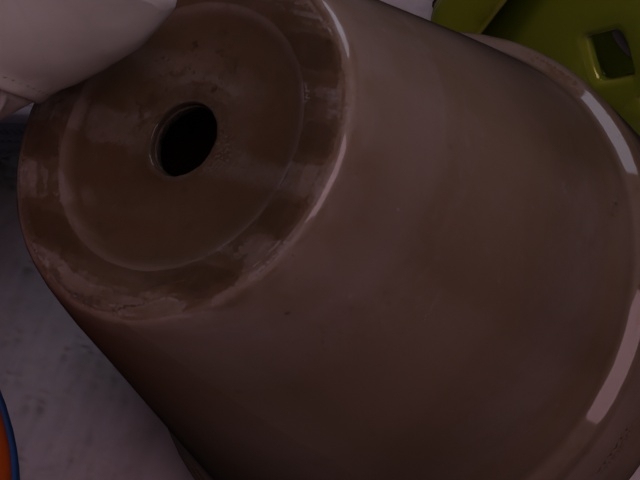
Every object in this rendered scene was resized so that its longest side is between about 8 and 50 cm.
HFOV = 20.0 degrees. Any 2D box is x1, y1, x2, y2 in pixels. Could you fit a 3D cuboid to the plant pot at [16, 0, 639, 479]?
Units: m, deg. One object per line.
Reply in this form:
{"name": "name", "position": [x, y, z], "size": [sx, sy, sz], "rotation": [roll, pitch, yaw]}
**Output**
{"name": "plant pot", "position": [0.000, 0.000, 0.949], "size": [0.323, 0.280, 0.323], "rotation": [-11, 65, 26]}

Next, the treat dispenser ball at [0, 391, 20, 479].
{"name": "treat dispenser ball", "position": [-0.295, 0.129, 0.907], "size": [0.288, 0.288, 0.288], "rotation": [4, 76, -15]}

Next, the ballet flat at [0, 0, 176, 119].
{"name": "ballet flat", "position": [-0.246, -0.101, 0.888], "size": [0.400, 0.139, 0.139], "rotation": [12, 69, 29]}

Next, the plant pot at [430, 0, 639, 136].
{"name": "plant pot", "position": [0.215, -0.158, 1.131], "size": [0.207, 0.228, 0.227], "rotation": [41, 44, 5]}

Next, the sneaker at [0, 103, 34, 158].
{"name": "sneaker", "position": [-0.299, -0.143, 1.058], "size": [0.321, 0.124, 0.180], "rotation": [4, 77, -15]}
